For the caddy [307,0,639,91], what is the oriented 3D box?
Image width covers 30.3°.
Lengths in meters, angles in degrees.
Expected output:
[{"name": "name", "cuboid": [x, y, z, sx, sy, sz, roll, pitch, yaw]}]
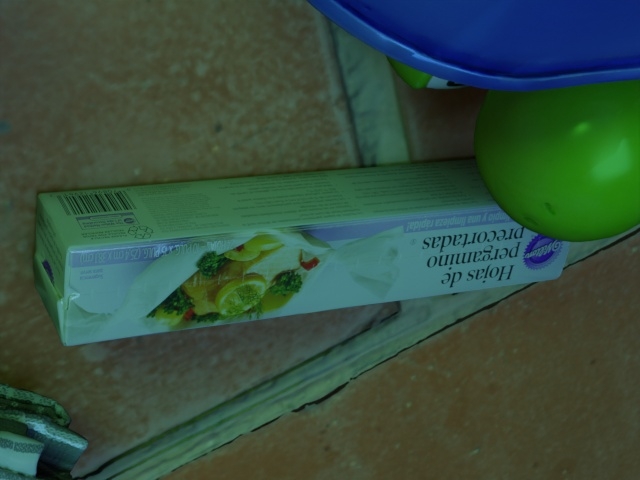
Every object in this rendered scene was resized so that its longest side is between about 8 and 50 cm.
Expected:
[{"name": "caddy", "cuboid": [0.114, -0.192, 0.512, 0.341, 0.241, 0.179, -8, 159, -28]}]

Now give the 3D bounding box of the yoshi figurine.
[{"name": "yoshi figurine", "cuboid": [0.215, -0.093, 0.671, 0.362, 0.203, 0.203, -10, 129, -20]}]

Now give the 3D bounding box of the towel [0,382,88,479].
[{"name": "towel", "cuboid": [-0.280, 0.161, 0.602, 0.284, 0.121, 0.235, 23, 104, -35]}]

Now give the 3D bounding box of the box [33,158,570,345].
[{"name": "box", "cuboid": [0.000, 0.000, 0.687, 0.324, 0.067, 0.063, -7, 124, -26]}]
